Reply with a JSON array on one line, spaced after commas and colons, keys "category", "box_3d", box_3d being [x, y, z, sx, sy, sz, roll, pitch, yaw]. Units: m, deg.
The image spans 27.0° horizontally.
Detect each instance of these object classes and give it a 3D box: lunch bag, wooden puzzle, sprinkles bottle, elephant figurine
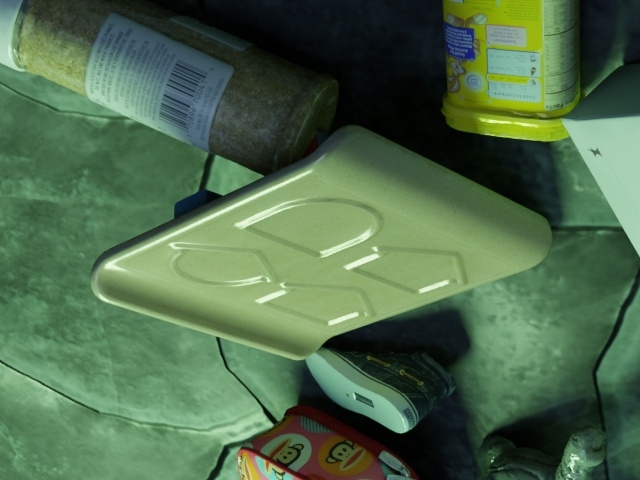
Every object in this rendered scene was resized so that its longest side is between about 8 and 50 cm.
[{"category": "lunch bag", "box_3d": [0.040, 0.353, 1.563, 0.258, 0.120, 0.293, 21, 137, 42]}, {"category": "wooden puzzle", "box_3d": [0.000, 0.000, 1.308, 0.348, 0.080, 0.322, -27, 146, 36]}, {"category": "sprinkles bottle", "box_3d": [-0.163, -0.172, 1.316, 0.355, 0.121, 0.121, 25, 132, 10]}, {"category": "elephant figurine", "box_3d": [0.217, 0.290, 1.460, 0.186, 0.169, 0.239, -17, 115, -4]}]

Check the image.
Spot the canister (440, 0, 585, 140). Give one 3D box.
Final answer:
[{"category": "canister", "box_3d": [0.167, -0.181, 1.164, 0.126, 0.073, 0.169, 9, 127, 23]}]

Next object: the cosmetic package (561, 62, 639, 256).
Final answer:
[{"category": "cosmetic package", "box_3d": [0.402, 0.020, 1.101, 0.377, 0.097, 0.284, 56, 155, -19]}]

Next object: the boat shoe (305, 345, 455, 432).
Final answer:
[{"category": "boat shoe", "box_3d": [0.065, 0.151, 1.487, 0.183, 0.083, 0.065, 26, 139, 46]}]
